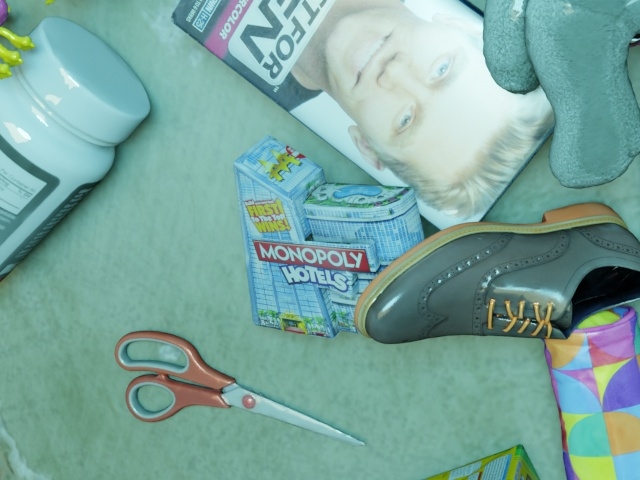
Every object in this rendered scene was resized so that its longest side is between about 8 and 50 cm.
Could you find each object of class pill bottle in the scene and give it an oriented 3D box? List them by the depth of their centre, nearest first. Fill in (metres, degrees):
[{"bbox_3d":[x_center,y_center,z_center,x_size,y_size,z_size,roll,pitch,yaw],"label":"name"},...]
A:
[{"bbox_3d":[-0.321,-0.087,0.917,0.283,0.161,0.161,-41,86,19],"label":"pill bottle"}]

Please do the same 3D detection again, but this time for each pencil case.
[{"bbox_3d":[0.266,0.178,0.816,0.104,0.104,0.236,-9,97,19],"label":"pencil case"}]

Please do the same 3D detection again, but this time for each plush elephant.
[{"bbox_3d":[0.218,-0.247,0.638,0.272,0.255,0.330,-33,114,30],"label":"plush elephant"}]

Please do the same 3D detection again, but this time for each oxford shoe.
[{"bbox_3d":[0.163,0.041,0.755,0.271,0.098,0.097,-17,131,-11],"label":"oxford shoe"}]

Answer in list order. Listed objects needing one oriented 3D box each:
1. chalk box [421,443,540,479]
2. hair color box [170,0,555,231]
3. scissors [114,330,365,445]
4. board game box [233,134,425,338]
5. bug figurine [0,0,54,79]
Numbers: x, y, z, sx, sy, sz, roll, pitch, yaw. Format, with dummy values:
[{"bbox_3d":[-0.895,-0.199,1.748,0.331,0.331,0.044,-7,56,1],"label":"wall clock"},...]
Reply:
[{"bbox_3d":[0.180,0.336,0.854,0.132,0.132,0.213,-28,92,20],"label":"chalk box"},{"bbox_3d":[0.051,-0.174,0.816,0.347,0.105,0.174,38,109,7],"label":"hair color box"},{"bbox_3d":[-0.094,0.162,0.965,0.297,0.021,0.109,4,99,18],"label":"scissors"},{"bbox_3d":[0.000,0.000,0.823,0.194,0.060,0.194,5,126,35],"label":"board game box"},{"bbox_3d":[-0.332,-0.226,0.856,0.279,0.216,0.072,-7,139,40],"label":"bug figurine"}]
